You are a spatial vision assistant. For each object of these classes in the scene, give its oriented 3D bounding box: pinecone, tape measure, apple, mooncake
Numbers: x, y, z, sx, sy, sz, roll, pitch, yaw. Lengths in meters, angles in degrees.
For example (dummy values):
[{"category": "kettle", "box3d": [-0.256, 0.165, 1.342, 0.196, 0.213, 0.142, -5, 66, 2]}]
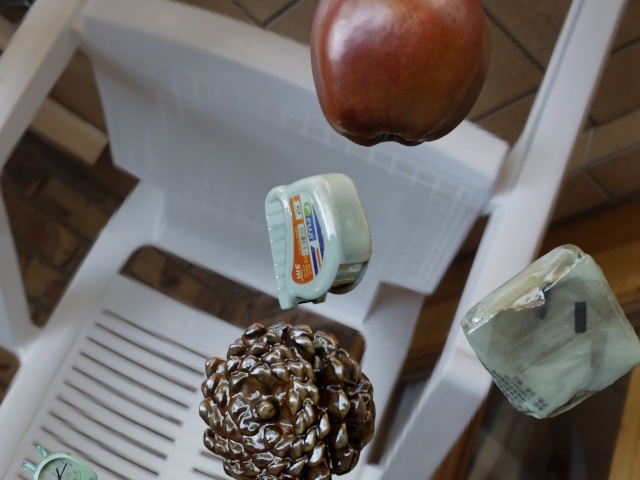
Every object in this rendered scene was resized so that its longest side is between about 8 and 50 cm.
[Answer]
[{"category": "pinecone", "box3d": [-0.068, 0.369, 2.278, 0.397, 0.398, 0.398, 17, 147, 12]}, {"category": "tape measure", "box3d": [-0.001, 0.000, 2.006, 0.125, 0.243, 0.246, -8, 177, -39]}, {"category": "apple", "box3d": [0.098, -0.226, 1.256, 0.234, 0.234, 0.234, 17, 147, 12]}, {"category": "mooncake", "box3d": [0.388, 0.160, 1.739, 0.254, 0.250, 0.136, 57, -176, -11]}]

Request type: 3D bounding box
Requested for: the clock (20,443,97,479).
[{"category": "clock", "box3d": [-0.502, 0.451, 1.972, 0.135, 0.101, 0.041, 43, 164, -9]}]
